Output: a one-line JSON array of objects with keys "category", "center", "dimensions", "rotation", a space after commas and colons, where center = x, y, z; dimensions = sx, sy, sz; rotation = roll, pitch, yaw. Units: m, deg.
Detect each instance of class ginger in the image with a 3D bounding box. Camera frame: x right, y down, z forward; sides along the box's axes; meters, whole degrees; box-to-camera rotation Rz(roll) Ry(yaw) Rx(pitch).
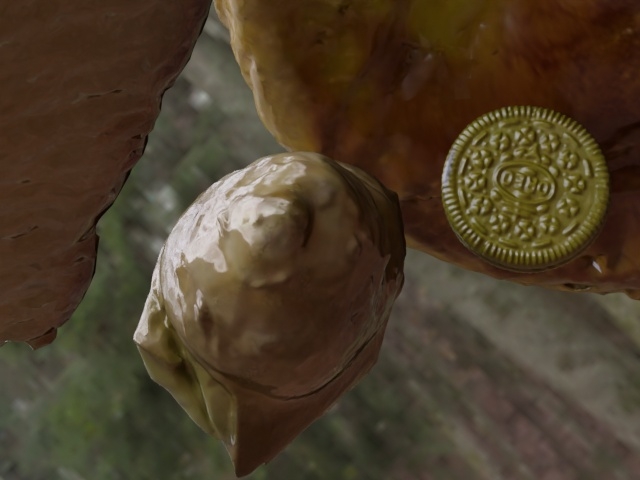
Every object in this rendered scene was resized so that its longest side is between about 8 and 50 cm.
[{"category": "ginger", "center": [0.001, 0.000, 0.908], "dimensions": [0.122, 0.115, 0.193], "rotation": [-52, -4, 41]}]

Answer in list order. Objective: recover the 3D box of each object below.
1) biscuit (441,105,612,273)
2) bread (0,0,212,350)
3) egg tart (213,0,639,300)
[{"category": "biscuit", "center": [0.101, -0.026, 0.950], "dimensions": [0.084, 0.084, 0.023], "rotation": [-46, -13, -7]}, {"category": "bread", "center": [-0.176, -0.109, 0.468], "dimensions": [0.207, 0.279, 0.279], "rotation": [-21, -15, -27]}, {"category": "egg tart", "center": [0.164, -0.134, 0.994], "dimensions": [0.443, 0.443, 0.178], "rotation": [102, -177, -56]}]
